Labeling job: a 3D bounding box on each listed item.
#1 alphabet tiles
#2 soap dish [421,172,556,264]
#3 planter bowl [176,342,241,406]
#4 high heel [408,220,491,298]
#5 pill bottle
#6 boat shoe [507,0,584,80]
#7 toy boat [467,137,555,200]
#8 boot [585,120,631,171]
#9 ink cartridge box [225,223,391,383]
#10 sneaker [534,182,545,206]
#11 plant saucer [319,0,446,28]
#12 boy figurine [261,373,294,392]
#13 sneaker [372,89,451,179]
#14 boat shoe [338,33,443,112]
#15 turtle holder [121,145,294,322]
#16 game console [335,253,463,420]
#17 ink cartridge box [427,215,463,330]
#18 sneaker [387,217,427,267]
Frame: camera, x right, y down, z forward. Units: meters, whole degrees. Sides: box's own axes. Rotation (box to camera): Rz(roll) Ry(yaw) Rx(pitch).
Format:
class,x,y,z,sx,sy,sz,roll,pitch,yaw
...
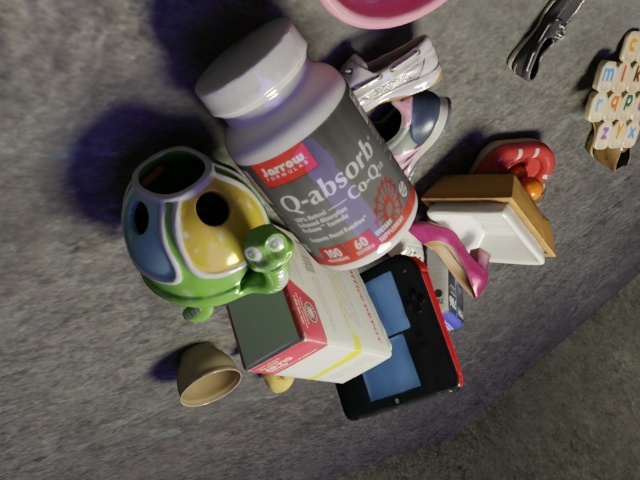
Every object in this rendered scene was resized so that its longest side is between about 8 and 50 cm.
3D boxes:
class,x,y,z,sx,sy,sz,roll,pitch,yaw
alphabet tiles,0.743,-0.358,1.531,0.283,0.021,0.278,-8,118,-31
soap dish,0.411,-0.052,1.527,0.291,0.228,0.118,38,64,-42
planter bowl,-0.295,0.331,1.616,0.162,0.109,0.162,-22,147,-15
high heel,0.301,0.044,1.534,0.244,0.117,0.082,27,160,-21
pill bottle,-0.017,-0.141,0.991,0.210,0.210,0.363,-35,121,7
boat shoe,0.463,-0.410,1.265,0.075,0.065,0.206,3,135,-43
toy boat,0.486,-0.157,1.558,0.230,0.151,0.151,-10,143,-31
boot,0.765,-0.294,1.643,0.112,0.115,0.305,-28,145,3
ink cartridge box,-0.031,0.153,1.415,0.160,0.279,0.384,-34,150,21
sneaker,0.551,-0.123,1.765,0.188,0.066,0.071,-16,129,-33
plant saucer,0.113,-0.459,0.878,0.331,0.084,0.332,-22,148,-14
boy figurine,-0.066,0.335,1.836,0.285,0.092,0.177,-49,172,32
sneaker,0.134,-0.182,1.296,0.130,0.112,0.319,13,134,-18
boat shoe,0.069,-0.278,1.101,0.276,0.098,0.096,-23,122,1
turtle holder,-0.194,-0.009,1.032,0.243,0.320,0.228,-23,134,-8
game console,0.149,0.245,1.580,0.060,0.342,0.386,2,156,-43
ink cartridge box,0.323,0.107,1.645,0.065,0.333,0.165,-4,160,25
sneaker,0.231,0.034,1.629,0.110,0.129,0.297,-28,148,11
